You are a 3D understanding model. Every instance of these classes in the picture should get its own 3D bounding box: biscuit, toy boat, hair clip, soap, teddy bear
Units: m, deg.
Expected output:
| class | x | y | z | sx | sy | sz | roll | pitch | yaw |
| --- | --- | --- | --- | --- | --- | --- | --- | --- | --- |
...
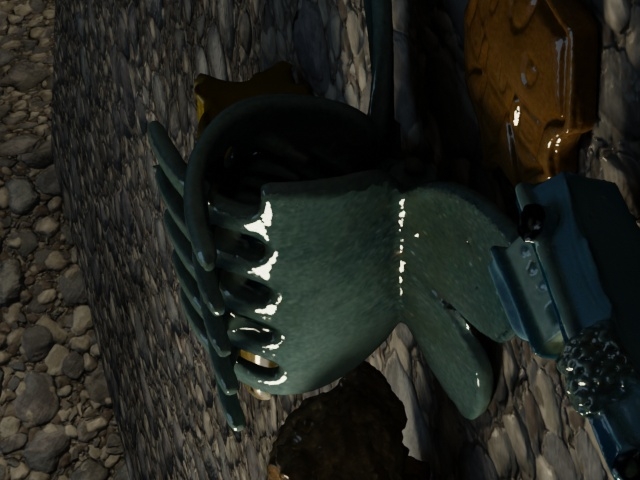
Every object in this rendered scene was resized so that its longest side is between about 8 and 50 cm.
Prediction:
| class | x | y | z | sx | sy | sz | roll | pitch | yaw |
| --- | --- | --- | --- | --- | --- | --- | --- | --- | --- |
| biscuit | 0.143 | -0.120 | 1.235 | 0.215 | 0.034 | 0.182 | 99 | 156 | -51 |
| toy boat | 0.179 | 0.073 | 1.073 | 0.098 | 0.109 | 0.237 | -44 | 52 | 36 |
| hair clip | 0.000 | 0.000 | 1.419 | 0.318 | 0.238 | 0.392 | 88 | 163 | -55 |
| soap | -0.063 | -0.011 | 1.853 | 0.259 | 0.143 | 0.281 | -109 | 18 | -46 |
| teddy bear | 0.018 | 0.288 | 1.609 | 0.222 | 0.246 | 0.296 | 48 | 145 | 13 |
